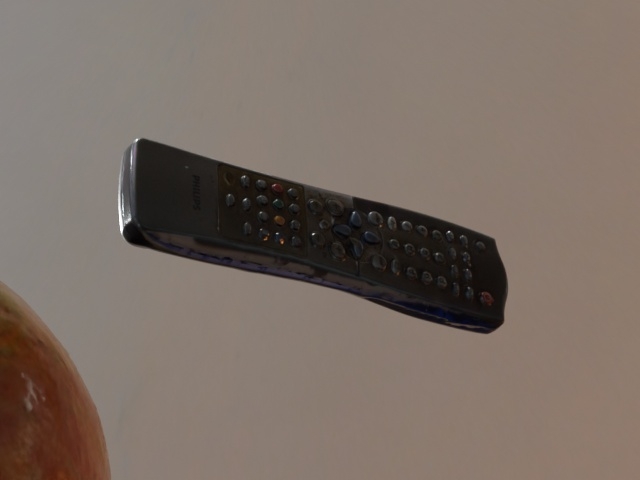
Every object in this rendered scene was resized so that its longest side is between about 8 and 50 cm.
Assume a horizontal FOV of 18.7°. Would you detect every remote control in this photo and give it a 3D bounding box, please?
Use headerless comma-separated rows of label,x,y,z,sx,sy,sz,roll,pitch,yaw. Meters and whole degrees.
remote control,0.000,0.000,0.936,0.212,0.059,0.028,16,-39,-27

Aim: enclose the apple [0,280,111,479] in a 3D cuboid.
apple,-0.244,0.153,0.928,0.301,0.301,0.302,0,-80,-2
